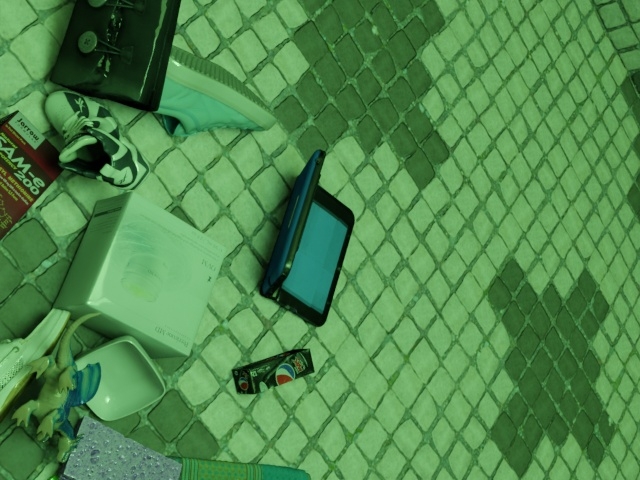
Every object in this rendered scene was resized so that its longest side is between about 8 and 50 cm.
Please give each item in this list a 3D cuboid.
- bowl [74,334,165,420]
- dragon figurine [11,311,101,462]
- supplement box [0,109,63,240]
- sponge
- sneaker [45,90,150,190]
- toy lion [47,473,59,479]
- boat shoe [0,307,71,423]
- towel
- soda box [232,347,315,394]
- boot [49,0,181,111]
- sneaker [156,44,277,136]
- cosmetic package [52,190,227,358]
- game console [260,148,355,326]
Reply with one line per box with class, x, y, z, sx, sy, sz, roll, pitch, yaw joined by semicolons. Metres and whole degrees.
bowl;-0.355;0.235;1.671;0.142;0.142;0.053;61;8;-23
dragon figurine;-0.413;0.229;1.542;0.144;0.085;0.289;-23;132;-79
supplement box;-0.545;-0.089;1.583;0.130;0.073;0.239;49;54;-24
sponge;-0.345;0.404;1.663;0.210;0.031;0.117;33;43;-21
sneaker;-0.409;-0.179;1.621;0.235;0.094;0.153;50;10;11
toy lion;-0.453;0.442;1.607;0.096;0.034;0.100;27;65;-28
boat shoe;-0.513;0.203;1.549;0.096;0.098;0.277;33;52;-2
towel;-0.175;0.562;1.829;0.370;0.040;0.271;16;71;-37
soda box;-0.093;0.265;1.934;0.169;0.060;0.053;-14;93;-42
boot;-0.396;-0.482;1.701;0.146;0.367;0.445;-1;106;-59
sneaker;-0.238;-0.268;1.878;0.366;0.150;0.135;21;26;-52
cosmetic package;-0.321;0.068;1.715;0.224;0.138;0.225;33;64;-33
game console;0.000;0.000;1.996;0.173;0.250;0.293;20;67;-10
